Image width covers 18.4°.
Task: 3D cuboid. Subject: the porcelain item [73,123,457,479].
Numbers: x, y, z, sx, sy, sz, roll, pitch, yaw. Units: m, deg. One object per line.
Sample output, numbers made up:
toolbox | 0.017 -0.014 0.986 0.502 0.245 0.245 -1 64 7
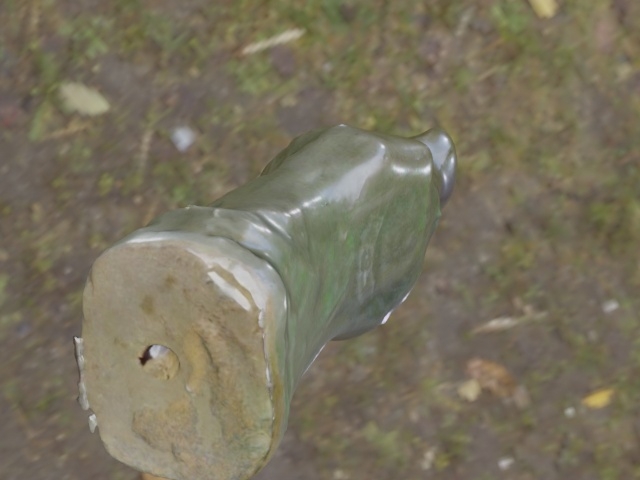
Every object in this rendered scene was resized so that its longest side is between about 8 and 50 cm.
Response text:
porcelain item | 0.000 0.000 0.669 0.215 0.069 0.081 -39 130 -57
